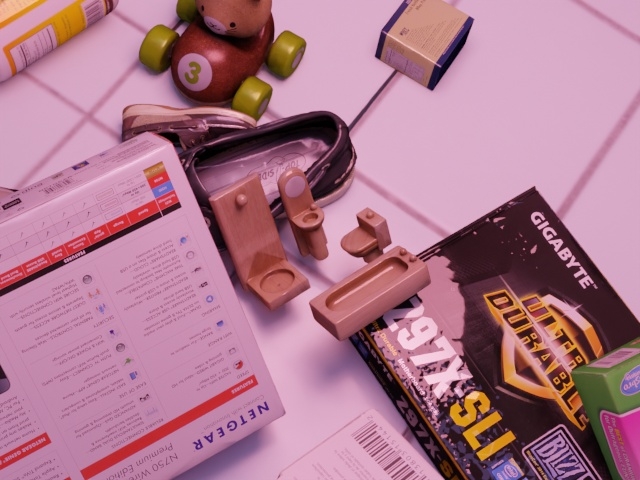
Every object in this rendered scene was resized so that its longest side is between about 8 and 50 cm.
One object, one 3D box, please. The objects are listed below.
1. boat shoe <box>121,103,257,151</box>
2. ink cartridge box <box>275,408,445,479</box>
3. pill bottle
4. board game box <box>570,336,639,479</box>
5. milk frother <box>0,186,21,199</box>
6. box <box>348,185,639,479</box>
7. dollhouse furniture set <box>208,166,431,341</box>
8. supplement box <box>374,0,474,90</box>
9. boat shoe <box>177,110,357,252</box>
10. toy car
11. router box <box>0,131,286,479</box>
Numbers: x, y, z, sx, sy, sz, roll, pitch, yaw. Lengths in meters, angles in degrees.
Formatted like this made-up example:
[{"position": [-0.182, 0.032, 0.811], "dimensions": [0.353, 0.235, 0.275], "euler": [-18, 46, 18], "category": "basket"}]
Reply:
[{"position": [-0.148, -0.120, 1.247], "dimensions": [0.152, 0.056, 0.049], "euler": [2, 71, 6], "category": "boat shoe"}, {"position": [0.056, 0.325, 0.999], "dimensions": [0.261, 0.066, 0.296], "euler": [-27, 62, -39], "category": "ink cartridge box"}, {"position": [-0.341, -0.258, 1.249], "dimensions": [0.215, 0.117, 0.117], "euler": [-38, 75, -20], "category": "pill bottle"}, {"position": [0.409, 0.225, 1.081], "dimensions": [0.242, 0.064, 0.317], "euler": [-23, 93, -17], "category": "board game box"}, {"position": [-0.327, 0.019, 1.120], "dimensions": [0.143, 0.134, 0.129], "euler": [45, 101, 16], "category": "milk frother"}, {"position": [0.211, 0.137, 1.158], "dimensions": [0.257, 0.079, 0.322], "euler": [-30, 73, -15], "category": "box"}, {"position": [0.000, 0.000, 1.114], "dimensions": [0.144, 0.123, 0.151], "euler": [-31, 39, -18], "category": "dollhouse furniture set"}, {"position": [0.122, -0.240, 1.321], "dimensions": [0.083, 0.056, 0.083], "euler": [32, 67, 8], "category": "supplement box"}, {"position": [-0.113, -0.050, 1.184], "dimensions": [0.340, 0.113, 0.127], "euler": [-18, 70, -13], "category": "boat shoe"}, {"position": [-0.106, -0.248, 1.229], "dimensions": [0.155, 0.188, 0.149], "euler": [30, 67, 8], "category": "toy car"}, {"position": [-0.238, 0.106, 1.028], "dimensions": [0.335, 0.082, 0.301], "euler": [-27, 112, -17], "category": "router box"}]
